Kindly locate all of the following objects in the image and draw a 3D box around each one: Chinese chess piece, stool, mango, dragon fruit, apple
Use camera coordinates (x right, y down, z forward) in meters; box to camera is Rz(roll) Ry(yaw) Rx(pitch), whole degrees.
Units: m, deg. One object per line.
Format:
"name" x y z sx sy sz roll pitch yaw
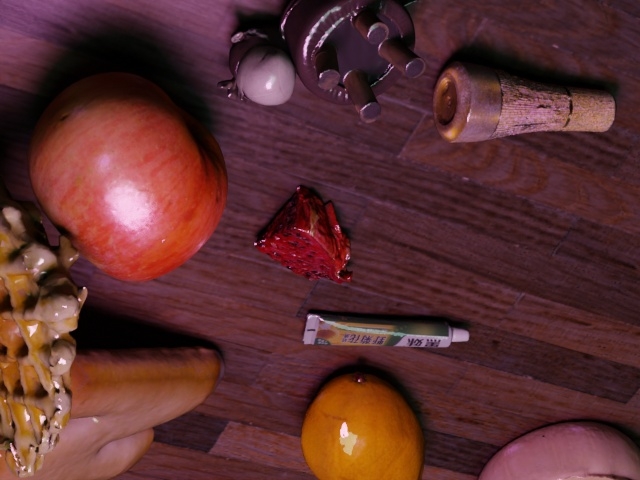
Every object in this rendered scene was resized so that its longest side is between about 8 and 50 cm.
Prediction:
"Chinese chess piece" 0.333 0.356 1.901 0.249 0.103 0.250 -6 131 -7
"stool" 0.004 -0.181 1.361 0.217 0.121 0.125 -19 133 -3
"mango" 0.057 0.257 1.753 0.147 0.109 0.227 -39 131 -11
"dragon fruit" 0.000 -0.004 1.565 0.131 0.063 0.097 32 149 -33
"apple" -0.185 -0.068 1.366 0.164 0.209 0.209 -37 128 13

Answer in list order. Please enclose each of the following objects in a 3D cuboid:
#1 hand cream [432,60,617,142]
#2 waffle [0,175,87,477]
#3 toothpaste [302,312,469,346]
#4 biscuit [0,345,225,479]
"hand cream" 0.221 -0.143 1.475 0.203 0.084 0.084 0 130 -21
"waffle" -0.320 0.063 1.386 0.073 0.317 0.297 -20 141 -35
"toothpaste" 0.080 0.110 1.681 0.204 0.031 0.049 3 129 -12
"biscuit" -0.258 0.205 1.592 0.237 0.062 0.290 -44 154 21
